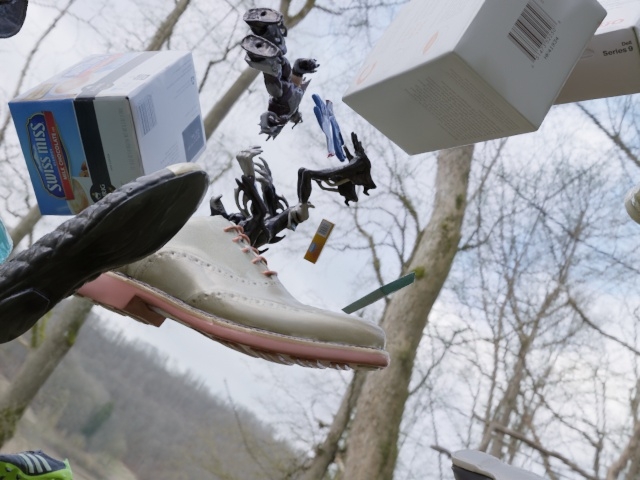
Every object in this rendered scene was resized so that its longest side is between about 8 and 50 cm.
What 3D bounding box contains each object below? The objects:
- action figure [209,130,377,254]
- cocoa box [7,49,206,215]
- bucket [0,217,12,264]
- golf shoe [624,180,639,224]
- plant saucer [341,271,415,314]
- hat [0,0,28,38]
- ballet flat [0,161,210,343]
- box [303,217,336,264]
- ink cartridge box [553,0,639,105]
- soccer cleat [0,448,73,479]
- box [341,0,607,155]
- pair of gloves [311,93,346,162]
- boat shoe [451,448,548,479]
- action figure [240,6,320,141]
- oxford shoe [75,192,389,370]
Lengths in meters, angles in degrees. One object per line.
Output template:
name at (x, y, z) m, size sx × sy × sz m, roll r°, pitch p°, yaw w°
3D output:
action figure at (-0.069, -0.064, 1.003) m, size 0.140 × 0.276 × 0.164 m, roll 65°, pitch -7°, yaw -3°
cocoa box at (-0.394, -0.219, 1.377) m, size 0.228 × 0.347 × 0.231 m, roll 1°, pitch -62°, yaw 10°
bucket at (-0.602, -0.016, 1.013) m, size 0.281 × 0.281 × 0.183 m, roll 6°, pitch -52°, yaw 39°
golf shoe at (0.745, -0.120, 1.346) m, size 0.306 × 0.115 × 0.140 m, roll -22°, pitch -24°, yaw 3°
plant saucer at (0.094, 0.091, 1.164) m, size 0.018 × 0.067 × 0.192 m, roll 65°, pitch -22°, yaw 7°
hat at (-0.653, -0.562, 1.378) m, size 0.134 × 0.331 × 0.331 m, roll -9°, pitch -44°, yaw 20°
ballet flat at (-0.146, -0.002, 0.435) m, size 0.049 × 0.173 × 0.057 m, roll 44°, pitch -21°, yaw 33°
box at (0.000, 0.000, 1.303) m, size 0.028 × 0.081 × 0.136 m, roll 26°, pitch 2°, yaw 0°
ink cartridge box at (0.499, -0.363, 1.244) m, size 0.211 × 0.289 × 0.121 m, roll -1°, pitch -54°, yaw 44°
soccer cleat at (-0.512, 0.391, 1.215) m, size 0.179 × 0.060 × 0.072 m, roll 32°, pitch 15°, yaw -41°
box at (0.214, -0.275, 1.073) m, size 0.168 × 0.215 × 0.345 m, roll 37°, pitch -12°, yaw -19°
pair of gloves at (0.021, -0.267, 1.688) m, size 0.023 × 0.159 × 0.198 m, roll -13°, pitch -1°, yaw 15°
boat shoe at (0.264, 0.361, 1.004) m, size 0.075 × 0.064 × 0.206 m, roll -2°, pitch 5°, yaw -29°
action figure at (-0.075, -0.297, 1.327) m, size 0.099 × 0.185 × 0.285 m, roll 12°, pitch -21°, yaw 18°
oxford shoe at (-0.103, 0.045, 0.796) m, size 0.397 × 0.146 × 0.140 m, roll 17°, pitch -14°, yaw 7°
